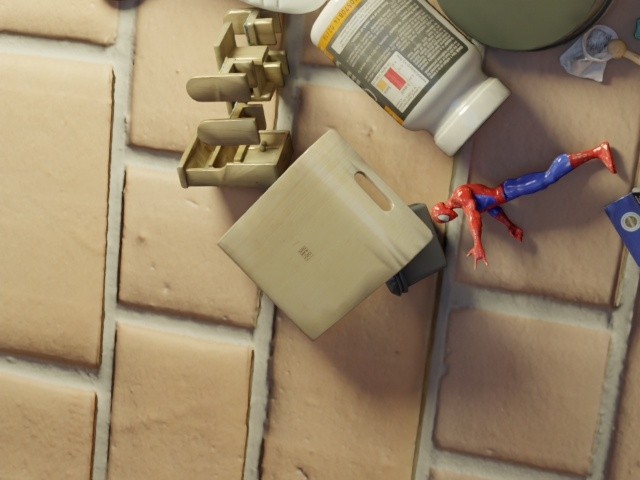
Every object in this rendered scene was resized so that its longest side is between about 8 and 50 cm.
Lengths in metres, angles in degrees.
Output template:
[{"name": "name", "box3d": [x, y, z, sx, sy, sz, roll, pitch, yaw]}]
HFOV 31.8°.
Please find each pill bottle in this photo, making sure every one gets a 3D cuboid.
[{"name": "pill bottle", "box3d": [0.134, -0.262, 1.641, 0.278, 0.162, 0.162, 44, 109, 3]}]

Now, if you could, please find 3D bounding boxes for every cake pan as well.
[{"name": "cake pan", "box3d": [0.276, -0.394, 1.579, 0.293, 0.054, 0.293, 13, 126, 19]}]

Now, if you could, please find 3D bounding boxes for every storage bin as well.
[{"name": "storage bin", "box3d": [0.133, 0.007, 1.744, 0.091, 0.098, 0.135, -21, 96, -10]}]

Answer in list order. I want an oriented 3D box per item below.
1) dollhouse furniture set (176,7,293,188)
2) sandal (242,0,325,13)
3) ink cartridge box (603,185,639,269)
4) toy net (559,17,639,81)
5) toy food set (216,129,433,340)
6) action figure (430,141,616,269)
[{"name": "dollhouse furniture set", "box3d": [-0.147, -0.207, 1.707, 0.161, 0.212, 0.242, 0, 129, 14]}, {"name": "sandal", "box3d": [-0.164, -0.478, 1.702, 0.416, 0.102, 0.169, 27, 95, -1]}, {"name": "ink cartridge box", "box3d": [0.566, -0.008, 1.641, 0.224, 0.045, 0.223, -32, 93, 19]}, {"name": "toy net", "box3d": [0.455, -0.300, 1.609, 0.232, 0.045, 0.122, -13, 98, 17]}, {"name": "toy food set", "box3d": [0.000, 0.000, 1.713, 0.220, 0.092, 0.306, 46, 131, -1]}, {"name": "action figure", "box3d": [0.307, -0.045, 1.676, 0.280, 0.091, 0.139, -14, 87, 17]}]
